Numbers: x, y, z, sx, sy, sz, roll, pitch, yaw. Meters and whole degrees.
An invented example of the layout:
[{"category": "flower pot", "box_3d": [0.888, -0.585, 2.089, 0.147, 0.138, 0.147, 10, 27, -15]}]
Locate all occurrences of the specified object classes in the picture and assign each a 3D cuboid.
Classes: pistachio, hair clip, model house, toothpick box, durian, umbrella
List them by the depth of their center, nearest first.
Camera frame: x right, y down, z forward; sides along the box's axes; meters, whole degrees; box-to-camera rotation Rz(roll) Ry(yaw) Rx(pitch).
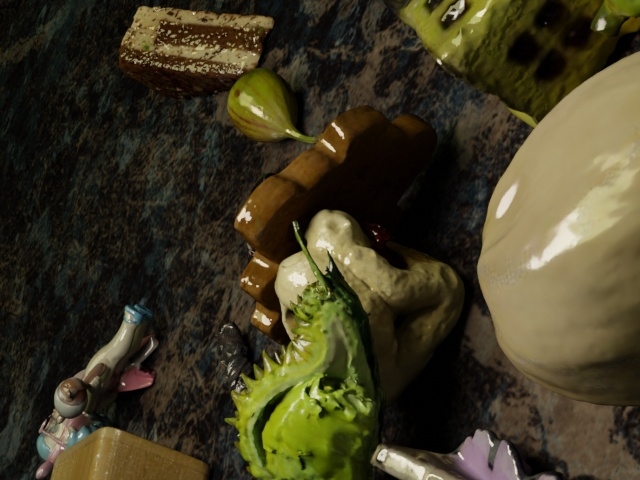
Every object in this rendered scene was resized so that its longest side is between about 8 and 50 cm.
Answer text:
[{"category": "pistachio", "box_3d": [0.254, -0.022, 1.023, 0.332, 0.208, 0.226, -43, 78, 15]}, {"category": "hair clip", "box_3d": [0.144, 0.215, 1.177, 0.292, 0.084, 0.106, 19, 85, 57]}, {"category": "durian", "box_3d": [-0.006, 0.159, 1.297, 0.132, 0.106, 0.375, 20, 130, 28]}, {"category": "model house", "box_3d": [0.203, -0.242, 1.325, 0.234, 0.175, 0.193, -48, 31, 14]}, {"category": "toothpick box", "box_3d": [-0.239, 0.388, 1.635, 0.190, 0.187, 0.308, -35, 38, 48]}, {"category": "umbrella", "box_3d": [-0.095, 0.149, 1.692, 0.144, 0.037, 0.040, -112, 22, -55]}]

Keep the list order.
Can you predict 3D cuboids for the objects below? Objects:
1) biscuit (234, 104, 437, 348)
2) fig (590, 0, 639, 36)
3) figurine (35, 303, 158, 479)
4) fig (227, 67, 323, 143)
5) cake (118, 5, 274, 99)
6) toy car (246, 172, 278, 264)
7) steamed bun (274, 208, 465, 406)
[{"category": "biscuit", "box_3d": [-0.001, -0.001, 1.454, 0.043, 0.278, 0.301, 36, 127, 26]}, {"category": "fig", "box_3d": [0.330, -0.312, 1.123, 0.233, 0.233, 0.314, -128, 30, -59]}, {"category": "figurine", "box_3d": [-0.291, 0.207, 1.918, 0.260, 0.103, 0.205, -61, 3, 6]}, {"category": "fig", "box_3d": [-0.063, -0.152, 1.799, 0.093, 0.093, 0.166, -58, 30, 18]}, {"category": "cake", "box_3d": [-0.187, -0.278, 2.063, 0.246, 0.135, 0.112, -1, 69, 61]}, {"category": "toy car", "box_3d": [-0.065, -0.020, 1.743, 0.069, 0.055, 0.142, -49, 31, 39]}, {"category": "steamed bun", "box_3d": [0.029, 0.049, 1.370, 0.172, 0.155, 0.141, -50, 31, -11]}]
